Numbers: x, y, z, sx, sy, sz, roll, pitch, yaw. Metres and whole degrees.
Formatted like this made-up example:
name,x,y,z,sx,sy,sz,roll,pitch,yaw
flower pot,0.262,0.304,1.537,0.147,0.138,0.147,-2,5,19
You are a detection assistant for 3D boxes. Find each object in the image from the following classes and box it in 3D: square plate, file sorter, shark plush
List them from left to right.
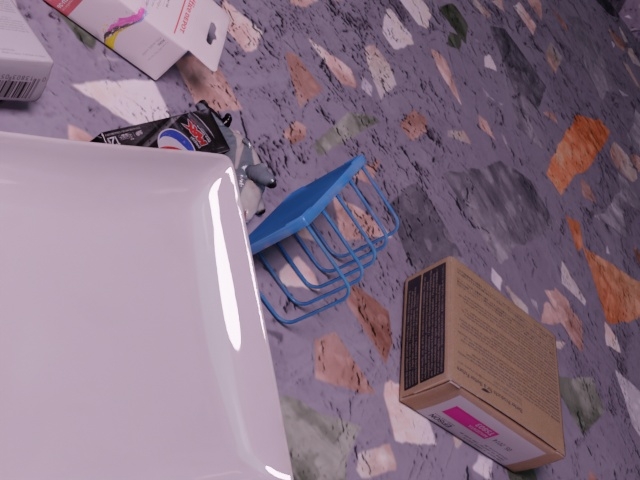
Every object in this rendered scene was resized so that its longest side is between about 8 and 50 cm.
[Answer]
name,x,y,z,sx,sy,sz,roll,pitch,yaw
square plate,-0.180,0.081,0.825,0.347,0.049,0.344,1,74,-50
shark plush,-0.105,-0.094,1.076,0.067,0.073,0.161,-15,81,-22
file sorter,0.000,0.000,1.079,0.104,0.118,0.170,56,36,-11

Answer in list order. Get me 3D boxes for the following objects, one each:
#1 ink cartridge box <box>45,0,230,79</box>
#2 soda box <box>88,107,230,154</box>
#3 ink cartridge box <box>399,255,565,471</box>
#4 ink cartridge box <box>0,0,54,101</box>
name,x,y,z,sx,sy,sz,roll,pitch,yaw
ink cartridge box,-0.201,-0.263,1.066,0.198,0.067,0.115,35,42,-27
soda box,-0.171,-0.090,0.983,0.169,0.060,0.053,-26,89,-54
ink cartridge box,0.211,0.163,1.236,0.235,0.088,0.193,36,43,-29
ink cartridge box,-0.376,-0.225,0.864,0.189,0.066,0.232,-7,50,-52
